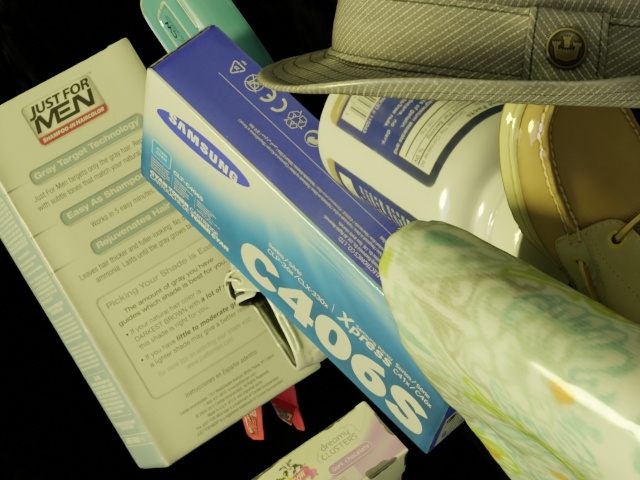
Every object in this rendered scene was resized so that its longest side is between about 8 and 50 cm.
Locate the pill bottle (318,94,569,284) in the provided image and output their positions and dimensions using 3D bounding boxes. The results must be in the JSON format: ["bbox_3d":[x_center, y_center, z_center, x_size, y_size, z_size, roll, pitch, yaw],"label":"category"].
[{"bbox_3d":[0.095,-0.046,1.103,0.187,0.112,0.112,38,150,41],"label":"pill bottle"}]

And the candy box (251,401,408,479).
[{"bbox_3d":[-0.005,0.267,1.644,0.070,0.165,0.196,47,156,25],"label":"candy box"}]

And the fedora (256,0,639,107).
[{"bbox_3d":[0.107,-0.137,0.828,0.275,0.244,0.124,5,103,17],"label":"fedora"}]

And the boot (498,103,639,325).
[{"bbox_3d":[0.215,0.022,0.952,0.203,0.095,0.262,27,149,54],"label":"boot"}]

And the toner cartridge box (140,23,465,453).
[{"bbox_3d":[0.000,0.000,1.358,0.348,0.075,0.165,44,153,16],"label":"toner cartridge box"}]

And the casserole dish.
[{"bbox_3d":[-0.098,-0.168,1.445,0.188,0.037,0.114,55,157,9],"label":"casserole dish"}]

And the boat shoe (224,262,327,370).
[{"bbox_3d":[-0.054,0.041,1.587,0.184,0.063,0.066,55,158,7],"label":"boat shoe"}]

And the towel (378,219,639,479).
[{"bbox_3d":[0.215,0.160,0.981,0.320,0.090,0.374,29,165,42],"label":"towel"}]

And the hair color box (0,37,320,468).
[{"bbox_3d":[-0.183,0.015,1.662,0.374,0.185,0.113,60,159,-3],"label":"hair color box"}]

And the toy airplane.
[{"bbox_3d":[-0.064,0.156,1.803,0.151,0.028,0.151,43,149,34],"label":"toy airplane"}]
